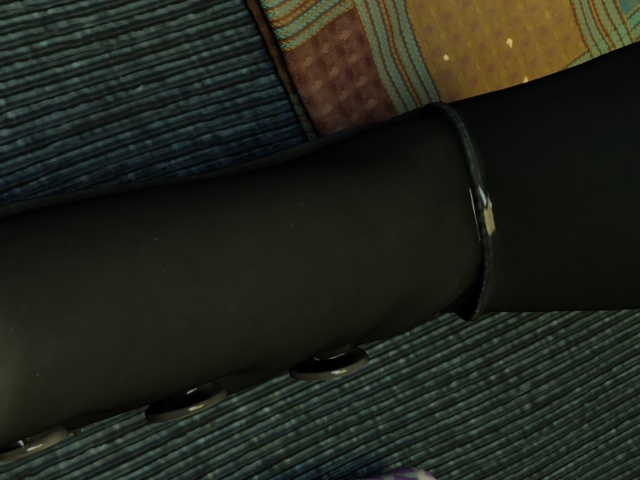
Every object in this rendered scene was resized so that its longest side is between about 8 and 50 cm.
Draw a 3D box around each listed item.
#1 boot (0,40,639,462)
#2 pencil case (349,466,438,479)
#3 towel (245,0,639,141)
[{"bbox_3d":[-0.001,0.001,0.751,0.445,0.367,0.146,-9,84,-30],"label":"boot"},{"bbox_3d":[-0.010,0.190,0.978,0.206,0.086,0.088,-8,99,-36],"label":"pencil case"},{"bbox_3d":[0.121,-0.185,1.008,0.370,0.040,0.271,-39,122,-23],"label":"towel"}]
